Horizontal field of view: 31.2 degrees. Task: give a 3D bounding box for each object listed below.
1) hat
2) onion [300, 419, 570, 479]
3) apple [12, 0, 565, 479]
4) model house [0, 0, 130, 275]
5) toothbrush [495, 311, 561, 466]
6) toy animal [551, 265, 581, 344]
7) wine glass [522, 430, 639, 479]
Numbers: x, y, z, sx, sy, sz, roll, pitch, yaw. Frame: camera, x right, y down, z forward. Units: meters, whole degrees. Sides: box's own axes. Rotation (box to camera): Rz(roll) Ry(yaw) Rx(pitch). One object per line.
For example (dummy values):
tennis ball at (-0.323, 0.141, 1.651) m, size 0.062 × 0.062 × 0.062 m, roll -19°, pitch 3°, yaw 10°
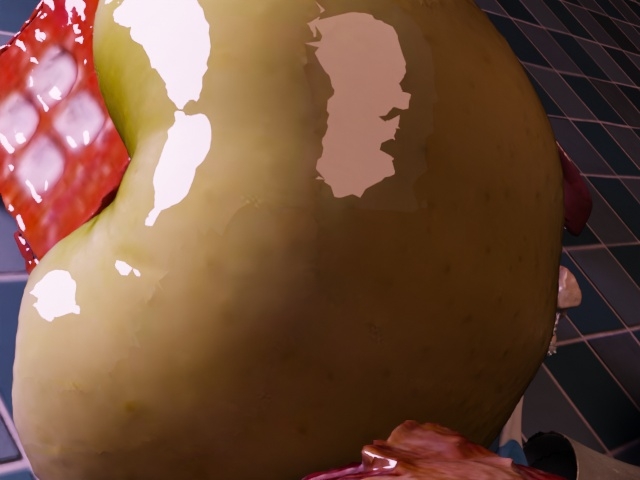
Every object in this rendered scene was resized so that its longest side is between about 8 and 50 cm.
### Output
hat at (0.234, -0.084, 1.335) m, size 0.205 × 0.089 × 0.205 m, roll 46°, pitch 21°, yaw -23°
onion at (0.111, 0.221, 0.462) m, size 0.348 × 0.385 × 0.348 m, roll 49°, pitch 19°, yaw -23°
apple at (0.000, 0.000, 0.684) m, size 0.360 × 0.320 × 0.312 m, roll 22°, pitch 31°, yaw -52°
model house at (-0.095, -0.103, 0.777) m, size 0.196 × 0.254 × 0.160 m, roll -5°, pitch 57°, yaw -54°
toothbrush at (0.140, 0.187, 0.854) m, size 0.040 × 0.040 × 0.386 m, roll 36°, pitch 42°, yaw -13°
toy animal at (0.157, 0.020, 1.091) m, size 0.185 × 0.104 × 0.184 m, roll 2°, pitch 49°, yaw -46°
wine glass at (0.261, 0.234, 0.927) m, size 0.231 × 0.103 × 0.103 m, roll 28°, pitch 31°, yaw -22°
